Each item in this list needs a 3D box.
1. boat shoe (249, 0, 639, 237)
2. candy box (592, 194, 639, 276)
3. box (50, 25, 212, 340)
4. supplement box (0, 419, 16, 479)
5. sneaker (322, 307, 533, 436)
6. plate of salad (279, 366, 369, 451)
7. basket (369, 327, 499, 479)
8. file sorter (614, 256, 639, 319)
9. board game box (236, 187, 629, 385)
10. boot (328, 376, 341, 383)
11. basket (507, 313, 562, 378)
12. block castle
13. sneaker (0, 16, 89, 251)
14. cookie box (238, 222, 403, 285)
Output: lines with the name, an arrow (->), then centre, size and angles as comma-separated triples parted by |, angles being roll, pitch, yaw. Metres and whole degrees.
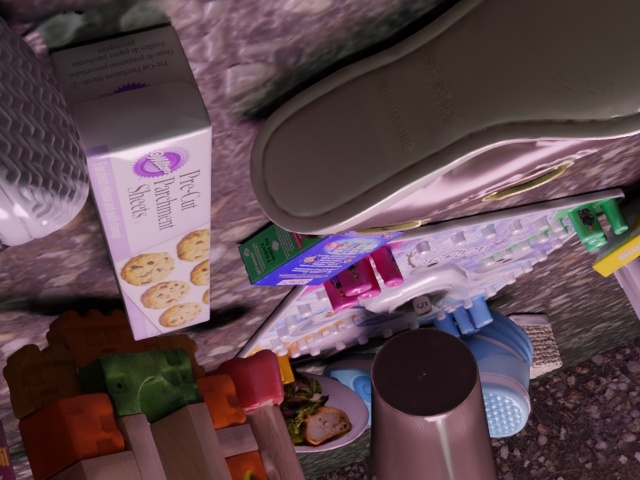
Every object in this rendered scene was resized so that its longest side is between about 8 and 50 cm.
boat shoe -> 0.115, -0.086, 0.526 | 0.324, 0.116, 0.097 | -24, 167, 22
candy box -> 0.392, -0.040, 0.997 | 0.105, 0.027, 0.206 | -51, 180, -34
box -> -0.109, -0.013, 0.566 | 0.067, 0.063, 0.324 | -17, 162, -14
supplement box -> -0.383, 0.292, 0.946 | 0.081, 0.188, 0.104 | -26, 161, 14
sneaker -> 0.176, 0.189, 1.365 | 0.319, 0.127, 0.208 | 5, -144, 23
plate of salad -> -0.034, 0.216, 1.181 | 0.200, 0.200, 0.048 | -9, 115, -31
basket -> 0.137, 0.228, 1.128 | 0.154, 0.204, 0.226 | -30, 139, -17
file sorter -> 0.560, 0.102, 1.271 | 0.173, 0.277, 0.193 | -26, 161, 11
board game box -> 0.122, 0.073, 1.080 | 0.390, 0.050, 0.390 | -11, 160, -27
boot -> -0.052, 0.259, 1.232 | 0.209, 0.189, 0.076 | 3, 118, -18
basket -> 0.354, 0.201, 1.606 | 0.113, 0.103, 0.167 | -30, 160, 30
block castle -> -0.245, 0.207, 0.806 | 0.303, 0.212, 0.453 | -30, 162, 27
sneaker -> -0.249, -0.026, 0.257 | 0.210, 0.137, 0.366 | -28, 164, 14
cookie box -> 0.000, 0.000, 0.754 | 0.107, 0.040, 0.092 | -33, 158, 33
